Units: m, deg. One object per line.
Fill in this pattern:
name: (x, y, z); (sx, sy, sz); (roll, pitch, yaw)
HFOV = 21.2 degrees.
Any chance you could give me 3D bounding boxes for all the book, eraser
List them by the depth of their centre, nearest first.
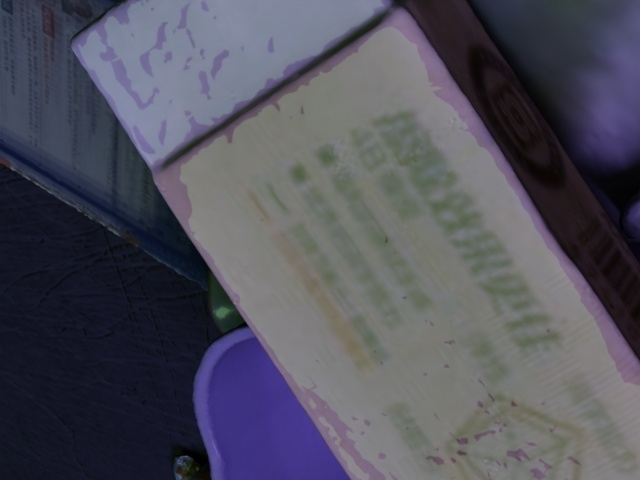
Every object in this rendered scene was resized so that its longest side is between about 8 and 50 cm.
eraser: (0.048, 0.019, 0.712); (0.144, 0.078, 0.343); (-31, 94, 28)
book: (-0.177, -0.114, 1.204); (0.322, 0.018, 0.228); (31, 137, 21)

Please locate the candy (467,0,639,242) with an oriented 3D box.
candy: (0.099, -0.193, 0.712); (0.386, 0.186, 0.427); (55, 167, 0)

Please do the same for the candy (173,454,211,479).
candy: (-0.057, 0.192, 1.306); (0.182, 0.046, 0.053); (-7, 113, 47)

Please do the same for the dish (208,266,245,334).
dish: (0.000, 0.000, 1.078); (0.154, 0.064, 0.234); (43, 143, 35)

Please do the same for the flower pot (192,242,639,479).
flower pot: (0.100, 0.083, 0.934); (0.265, 0.243, 0.265); (23, 135, 25)
